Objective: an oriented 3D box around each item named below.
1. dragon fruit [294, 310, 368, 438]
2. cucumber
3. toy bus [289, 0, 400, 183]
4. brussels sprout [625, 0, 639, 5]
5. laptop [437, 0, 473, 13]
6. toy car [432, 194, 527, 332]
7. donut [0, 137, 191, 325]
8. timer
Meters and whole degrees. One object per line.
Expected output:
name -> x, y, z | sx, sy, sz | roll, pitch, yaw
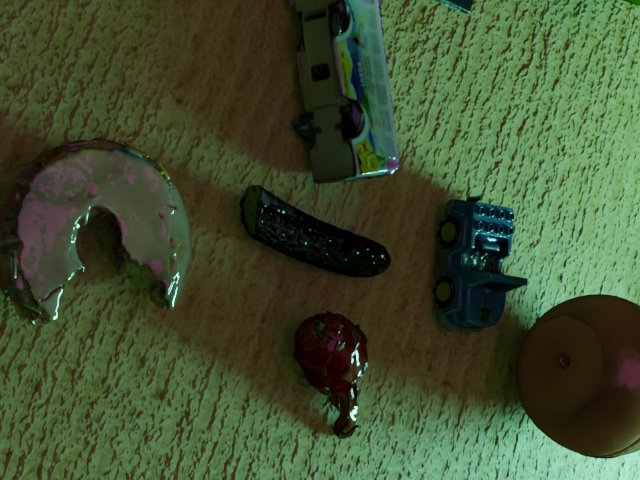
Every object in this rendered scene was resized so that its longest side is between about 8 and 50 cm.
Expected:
dragon fruit -> 0.019, 0.165, 1.599 | 0.094, 0.094, 0.191 | -40, 132, -33
cucumber -> -0.002, 0.002, 1.598 | 0.245, 0.067, 0.067 | 26, 71, -35
toy bus -> 0.027, -0.212, 1.621 | 0.112, 0.090, 0.274 | -7, 90, -44
brussels sprout -> 0.489, -0.512, 1.886 | 0.289, 0.281, 0.355 | 17, 53, -18
laptop -> 0.146, -0.410, 1.775 | 0.197, 0.016, 0.135 | 18, 75, -37
toy car -> 0.224, 0.032, 1.744 | 0.097, 0.100, 0.191 | 8, 86, -40
donut -> -0.255, -0.012, 1.390 | 0.232, 0.085, 0.199 | -3, 89, -37
timer -> 0.395, 0.191, 1.785 | 0.214, 0.229, 0.230 | 24, 72, -44
